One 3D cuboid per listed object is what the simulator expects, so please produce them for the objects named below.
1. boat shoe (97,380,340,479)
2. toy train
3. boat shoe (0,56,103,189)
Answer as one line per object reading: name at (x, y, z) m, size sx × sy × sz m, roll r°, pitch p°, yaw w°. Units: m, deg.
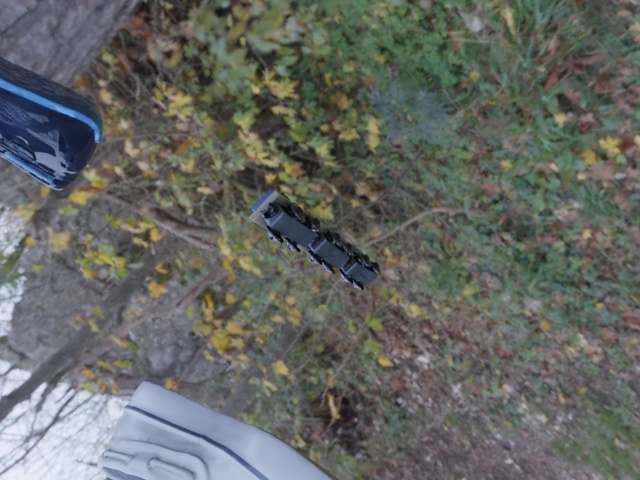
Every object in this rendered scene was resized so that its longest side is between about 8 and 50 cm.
boat shoe at (-0.066, 0.169, 0.416) m, size 0.258 × 0.084 × 0.095 m, roll 1°, pitch 141°, yaw 50°
toy train at (0.000, 0.000, 0.425) m, size 0.036 × 0.027 × 0.158 m, roll 51°, pitch -171°, yaw 30°
boat shoe at (-0.304, -0.113, 0.474) m, size 0.258 × 0.089 × 0.109 m, roll 26°, pitch -163°, yaw -13°
